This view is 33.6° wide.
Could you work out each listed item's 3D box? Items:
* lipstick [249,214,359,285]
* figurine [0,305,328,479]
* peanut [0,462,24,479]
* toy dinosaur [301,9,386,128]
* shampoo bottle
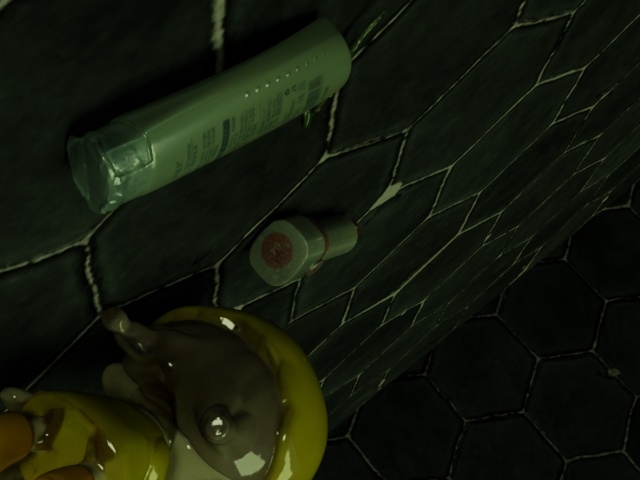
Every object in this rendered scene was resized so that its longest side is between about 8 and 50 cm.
[{"bbox_3d":[0.001,0.001,1.092,0.063,0.057,0.186,-49,166,24],"label":"lipstick"},{"bbox_3d":[-0.135,0.167,0.915,0.187,0.215,0.343,-53,160,26],"label":"figurine"},{"bbox_3d":[-0.301,0.228,0.913,0.193,0.089,0.089,-22,156,-51],"label":"peanut"},{"bbox_3d":[0.011,-0.133,0.814,0.120,0.029,0.060,-54,177,22],"label":"toy dinosaur"},{"bbox_3d":[-0.066,-0.085,0.695,0.212,0.049,0.072,-32,166,-36],"label":"shampoo bottle"}]
